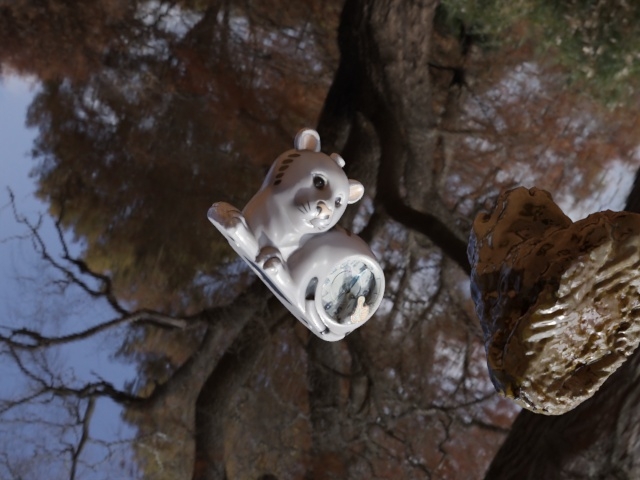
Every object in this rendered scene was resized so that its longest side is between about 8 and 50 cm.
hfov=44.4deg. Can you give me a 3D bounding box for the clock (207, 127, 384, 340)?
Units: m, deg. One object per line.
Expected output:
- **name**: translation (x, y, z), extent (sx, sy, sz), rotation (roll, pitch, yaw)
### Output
- **clock**: translation (0.000, 0.000, 0.672), extent (0.176, 0.117, 0.080), rotation (52, 170, -30)

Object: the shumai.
- **shumai**: translation (0.228, 0.059, 0.811), extent (0.184, 0.218, 0.185), rotation (28, 176, -27)
